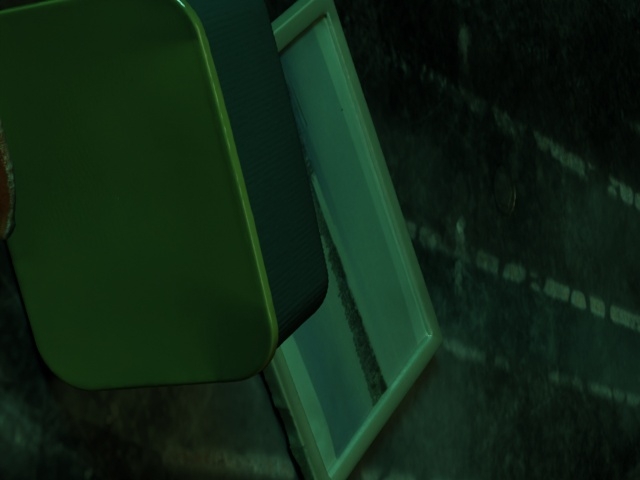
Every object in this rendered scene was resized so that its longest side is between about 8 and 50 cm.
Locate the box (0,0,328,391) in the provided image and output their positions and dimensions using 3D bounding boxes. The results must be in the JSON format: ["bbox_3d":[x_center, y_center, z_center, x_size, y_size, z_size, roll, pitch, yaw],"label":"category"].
[{"bbox_3d":[-0.083,-0.033,0.800,0.090,0.144,0.201,-35,114,-59],"label":"box"}]

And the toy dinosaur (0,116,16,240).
[{"bbox_3d":[-0.192,-0.088,0.670,0.279,0.101,0.055,55,30,-56],"label":"toy dinosaur"}]

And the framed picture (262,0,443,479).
[{"bbox_3d":[0.000,0.000,1.054,0.213,0.016,0.289,-48,126,-51],"label":"framed picture"}]
